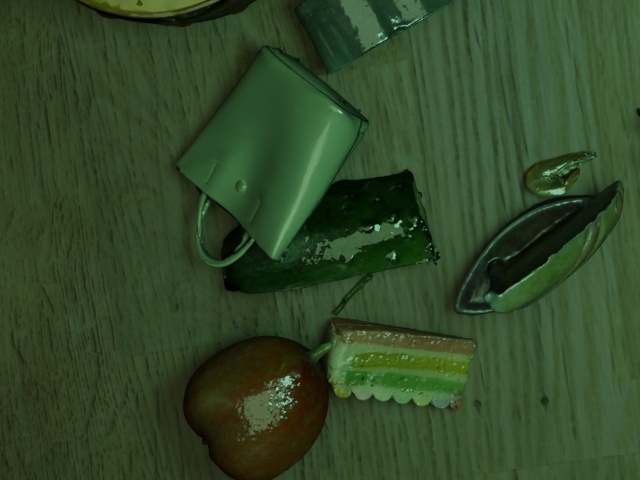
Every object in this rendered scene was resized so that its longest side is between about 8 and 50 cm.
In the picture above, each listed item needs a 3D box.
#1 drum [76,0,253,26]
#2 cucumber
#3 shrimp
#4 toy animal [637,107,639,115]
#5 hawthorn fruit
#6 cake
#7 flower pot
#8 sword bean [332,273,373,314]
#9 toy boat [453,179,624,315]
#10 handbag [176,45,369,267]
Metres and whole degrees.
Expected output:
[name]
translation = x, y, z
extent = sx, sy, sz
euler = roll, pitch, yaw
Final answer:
[drum]
translation = -0.213, -0.500, 1.619
extent = 0.431, 0.214, 0.431
euler = 1, 98, 6
[cucumber]
translation = -0.001, -0.002, 1.733
extent = 0.325, 0.105, 0.145
euler = -13, 98, 10
[shrimp]
translation = 0.347, -0.094, 1.715
extent = 0.108, 0.023, 0.059
euler = -17, 63, 6
[toy animal]
translation = 0.573, -0.173, 1.644
extent = 0.259, 0.087, 0.244
euler = -12, 78, 13
[hawthorn fruit]
translation = -0.071, 0.225, 1.717
extent = 0.251, 0.199, 0.199
euler = -41, 93, 22
[cake]
translation = 0.111, 0.184, 1.756
extent = 0.225, 0.090, 0.109
euler = 10, 95, 3
[flower pot]
translation = 0.084, -0.333, 1.672
extent = 0.229, 0.103, 0.108
euler = -29, 95, 10
[sword bean]
translation = 0.048, 0.079, 1.783
extent = 0.012, 0.012, 0.083
euler = 42, 101, -2
[toy boat]
translation = 0.313, 0.018, 1.639
extent = 0.276, 0.293, 0.111
euler = -38, 94, -6
[handbag]
translation = -0.092, -0.101, 1.694
extent = 0.241, 0.109, 0.315
euler = 43, 100, 29
